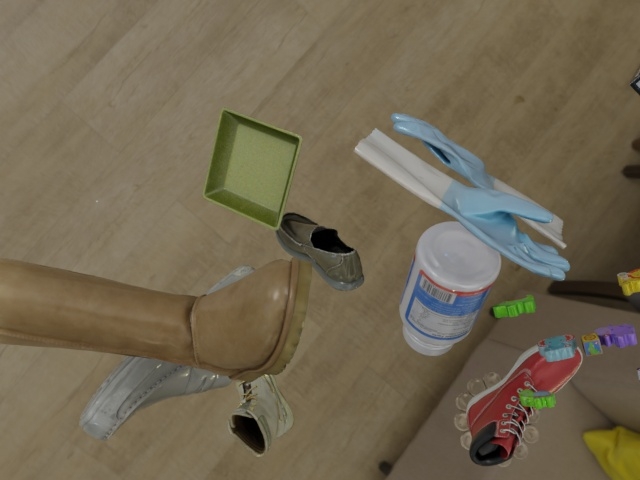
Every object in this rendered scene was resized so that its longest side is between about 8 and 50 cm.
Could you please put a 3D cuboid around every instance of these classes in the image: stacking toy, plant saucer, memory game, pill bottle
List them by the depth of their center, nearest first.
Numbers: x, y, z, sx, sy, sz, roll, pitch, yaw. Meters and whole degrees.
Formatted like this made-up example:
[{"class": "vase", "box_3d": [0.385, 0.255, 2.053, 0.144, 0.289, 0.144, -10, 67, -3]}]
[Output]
[{"class": "stacking toy", "box_3d": [0.372, 0.141, 0.887, 0.221, 0.052, 0.167, -14, 103, 16]}, {"class": "pill bottle", "box_3d": [0.189, 0.085, 0.973, 0.124, 0.222, 0.124, 3, 52, -3]}, {"class": "plant saucer", "box_3d": [-0.125, -0.139, 1.214, 0.188, 0.045, 0.188, 24, 110, 22]}, {"class": "memory game", "box_3d": [0.355, 0.358, 1.267, 0.186, 0.012, 0.186, 2, 77, -9]}]

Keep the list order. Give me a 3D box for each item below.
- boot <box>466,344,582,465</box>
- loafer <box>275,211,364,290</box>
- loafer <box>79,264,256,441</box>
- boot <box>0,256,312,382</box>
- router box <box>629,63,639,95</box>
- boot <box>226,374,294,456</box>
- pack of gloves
[{"class": "boot", "box_3d": [0.349, 0.278, 1.064, 0.088, 0.176, 0.244, 44, 108, -1]}, {"class": "loafer", "box_3d": [0.000, 0.000, 1.233, 0.094, 0.251, 0.088, -21, 131, -33]}, {"class": "loafer", "box_3d": [-0.156, 0.145, 0.796, 0.111, 0.112, 0.319, 49, 45, 0]}, {"class": "boot", "box_3d": [-0.165, 0.062, 0.557, 0.269, 0.236, 0.089, 14, 57, -16]}, {"class": "router box", "box_3d": [0.527, -0.180, 0.789, 0.243, 0.081, 0.309, 46, 44, 2]}, {"class": "boot", "box_3d": [-0.145, 0.316, 1.265, 0.077, 0.165, 0.213, -35, 84, 15]}, {"class": "pack of gloves", "box_3d": [0.162, -0.064, 0.631, 0.232, 0.195, 0.046, 35, 120, 2]}]
